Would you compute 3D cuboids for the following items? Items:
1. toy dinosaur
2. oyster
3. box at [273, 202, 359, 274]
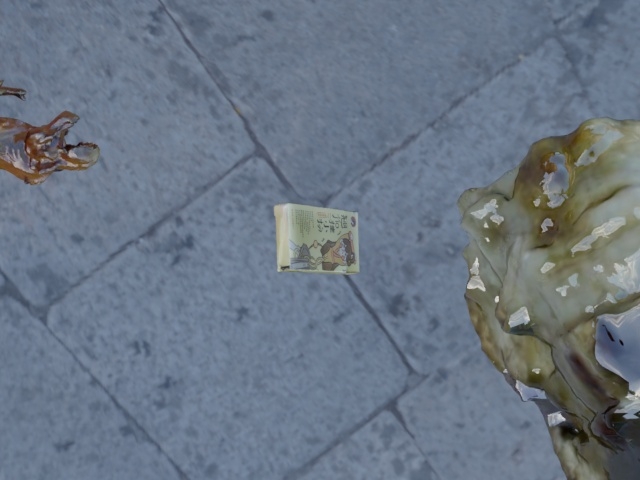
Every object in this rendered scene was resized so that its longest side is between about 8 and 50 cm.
[{"bbox_3d":[-0.443,-0.142,1.080,0.432,0.097,0.208,-2,98,0],"label":"toy dinosaur"},{"bbox_3d":[0.166,0.098,0.506,0.133,0.198,0.337,-49,136,-39],"label":"oyster"},{"bbox_3d":[0.000,0.000,1.171,0.149,0.020,0.073,4,82,-57],"label":"box"}]
